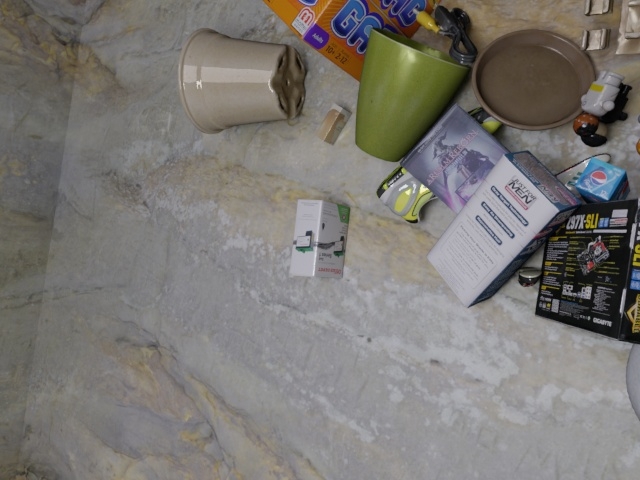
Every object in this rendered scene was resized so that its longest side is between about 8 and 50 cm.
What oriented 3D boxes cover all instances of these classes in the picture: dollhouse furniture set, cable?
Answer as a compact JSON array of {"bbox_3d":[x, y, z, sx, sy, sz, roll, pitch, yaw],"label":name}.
[{"bbox_3d":[0.709,-0.538,1.148,0.212,0.161,0.242,8,110,30],"label":"dollhouse furniture set"},{"bbox_3d":[0.348,-0.529,1.357,0.072,0.139,0.287,113,149,-48],"label":"cable"}]

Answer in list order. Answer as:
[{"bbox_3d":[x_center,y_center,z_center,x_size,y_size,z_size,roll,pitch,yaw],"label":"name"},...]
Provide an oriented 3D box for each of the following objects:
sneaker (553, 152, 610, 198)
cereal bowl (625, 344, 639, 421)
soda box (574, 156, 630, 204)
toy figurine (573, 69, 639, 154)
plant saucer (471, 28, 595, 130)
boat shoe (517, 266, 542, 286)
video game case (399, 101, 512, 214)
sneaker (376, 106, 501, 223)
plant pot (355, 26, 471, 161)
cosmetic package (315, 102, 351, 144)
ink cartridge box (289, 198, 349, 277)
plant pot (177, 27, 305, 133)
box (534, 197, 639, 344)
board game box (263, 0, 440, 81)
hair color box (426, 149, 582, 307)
[{"bbox_3d":[0.600,-0.139,1.210,0.161,0.057,0.075,-30,86,26],"label":"sneaker"},{"bbox_3d":[0.737,0.244,0.977,0.338,0.141,0.339,1,101,3],"label":"cereal bowl"},{"bbox_3d":[0.601,-0.111,1.104,0.071,0.210,0.067,33,103,31],"label":"soda box"},{"bbox_3d":[0.649,-0.247,1.091,0.213,0.209,0.148,33,113,29],"label":"toy figurine"},{"bbox_3d":[0.502,-0.378,1.242,0.277,0.041,0.278,-3,72,8],"label":"plant saucer"},{"bbox_3d":[0.485,0.087,1.209,0.048,0.133,0.042,-3,91,15],"label":"boat shoe"},{"bbox_3d":[0.362,-0.174,1.283,0.274,0.026,0.196,38,109,-11],"label":"video game case"},{"bbox_3d":[0.330,-0.201,1.363,0.384,0.145,0.147,-40,97,20],"label":"sneaker"},{"bbox_3d":[0.209,-0.369,1.387,0.274,0.274,0.294,38,121,31],"label":"plant pot"},{"bbox_3d":[0.039,-0.355,1.595,0.041,0.060,0.115,40,108,30],"label":"cosmetic package"},{"bbox_3d":[0.000,0.000,1.521,0.092,0.160,0.220,4,88,34],"label":"ink cartridge box"},{"bbox_3d":[-0.226,-0.504,1.659,0.305,0.334,0.334,7,88,23],"label":"plant pot"},{"bbox_3d":[0.559,0.056,1.061,0.079,0.322,0.257,10,89,-3],"label":"box"},{"bbox_3d":[0.063,-0.721,1.441,0.356,0.356,0.356,-48,62,20],"label":"board game box"},{"bbox_3d":[0.406,-0.018,1.203,0.174,0.105,0.347,56,140,26],"label":"hair color box"}]
